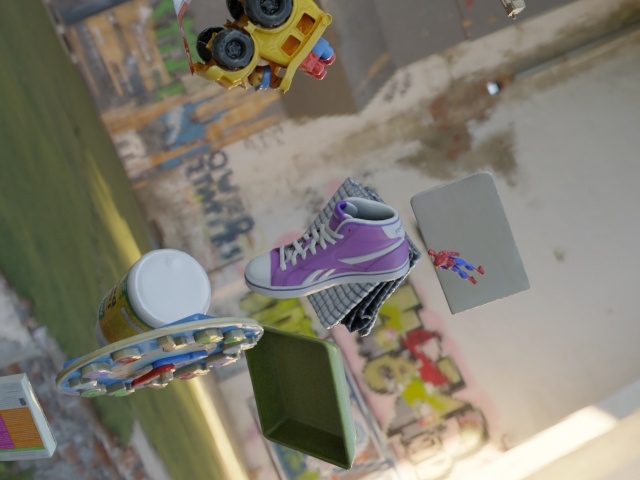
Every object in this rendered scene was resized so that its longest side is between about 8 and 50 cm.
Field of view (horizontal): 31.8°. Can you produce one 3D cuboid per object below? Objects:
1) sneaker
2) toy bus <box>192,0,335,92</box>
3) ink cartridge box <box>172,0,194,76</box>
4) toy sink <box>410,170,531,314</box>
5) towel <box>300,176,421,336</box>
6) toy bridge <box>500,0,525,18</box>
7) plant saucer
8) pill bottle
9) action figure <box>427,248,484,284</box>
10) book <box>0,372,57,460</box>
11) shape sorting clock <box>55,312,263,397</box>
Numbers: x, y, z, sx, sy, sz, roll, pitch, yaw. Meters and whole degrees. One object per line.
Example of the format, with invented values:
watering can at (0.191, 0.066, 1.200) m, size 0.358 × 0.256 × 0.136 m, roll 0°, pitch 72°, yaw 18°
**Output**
sneaker at (0.000, -0.001, 1.863) m, size 0.102 × 0.282 × 0.161 m, roll -99°, pitch 176°, yaw -45°
toy bus at (-0.081, -0.322, 1.879) m, size 0.211 × 0.220 × 0.149 m, roll 36°, pitch -2°, yaw -25°
ink cartridge box at (-0.179, -0.344, 1.504) m, size 0.189 × 0.066 × 0.232 m, roll -115°, pitch -174°, yaw -78°
toy sink at (0.266, -0.012, 2.015) m, size 0.131 × 0.153 × 0.234 m, roll -79°, pitch 148°, yaw -72°
towel at (0.073, 0.037, 2.335) m, size 0.121 × 0.235 × 0.284 m, roll 28°, pitch 19°, yaw -36°
toy bridge at (0.293, -0.460, 1.895) m, size 0.063 × 0.026 × 0.188 m, roll 139°, pitch -69°, yaw -76°
plant saucer at (-0.022, 0.202, 1.542) m, size 0.188 × 0.045 × 0.188 m, roll 9°, pitch -64°, yaw 48°
pill bottle at (-0.243, 0.099, 1.566) m, size 0.208 × 0.117 × 0.117 m, roll -39°, pitch -107°, yaw 55°
action figure at (0.219, 0.038, 1.849) m, size 0.115 × 0.038 × 0.030 m, roll 24°, pitch 25°, yaw -36°
book at (-0.487, 0.281, 1.767) m, size 0.035 × 0.096 × 0.144 m, roll -76°, pitch 155°, yaw -61°
shape sorting clock at (-0.154, 0.117, 1.094) m, size 0.206 × 0.206 × 0.040 m, roll 86°, pitch -14°, yaw -78°
